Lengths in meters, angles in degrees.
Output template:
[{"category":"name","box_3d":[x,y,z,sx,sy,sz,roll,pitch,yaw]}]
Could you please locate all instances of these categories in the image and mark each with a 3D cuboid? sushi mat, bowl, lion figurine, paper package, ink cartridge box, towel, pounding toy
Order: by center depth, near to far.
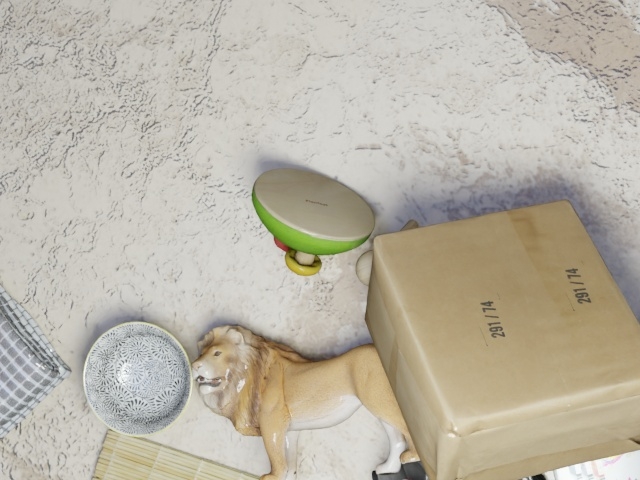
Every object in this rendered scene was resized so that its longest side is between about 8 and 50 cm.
[{"category":"paper package","box_3d":[0.242,0.134,1.636,0.309,0.168,0.325,-10,47,-13]},{"category":"ink cartridge box","box_3d":[0.383,0.297,1.745,0.128,0.127,0.176,-13,86,11]},{"category":"lion figurine","box_3d":[0.006,0.218,1.794,0.392,0.142,0.240,-10,72,16]},{"category":"pounding toy","box_3d":[0.000,0.000,1.822,0.236,0.183,0.110,26,119,7]},{"category":"bowl","box_3d":[-0.262,0.205,1.894,0.170,0.080,0.170,0,89,10]},{"category":"sushi mat","box_3d":[-0.197,0.401,1.909,0.316,0.019,0.151,16,93,11]},{"category":"towel","box_3d":[-0.558,0.174,1.932,0.235,0.121,0.284,-44,82,6]}]

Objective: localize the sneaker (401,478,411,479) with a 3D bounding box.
[{"category":"sneaker","box_3d":[0.204,0.422,1.704,0.270,0.090,0.145,25,79,1]}]

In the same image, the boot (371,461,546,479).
[{"category":"boot","box_3d":[0.162,0.291,1.800,0.222,0.118,0.338,-29,78,15]}]
